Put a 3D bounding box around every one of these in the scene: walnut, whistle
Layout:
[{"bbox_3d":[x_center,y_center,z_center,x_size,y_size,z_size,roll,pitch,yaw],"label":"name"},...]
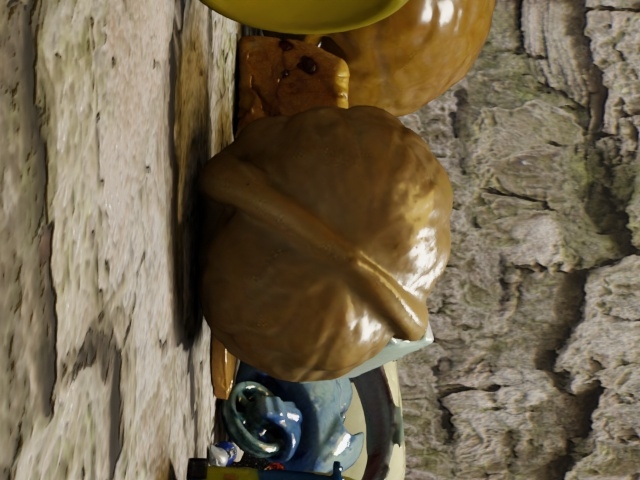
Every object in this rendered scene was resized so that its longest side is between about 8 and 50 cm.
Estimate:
[{"bbox_3d":[0.069,-0.361,1.976,0.308,0.354,0.398,-49,155,-34],"label":"walnut"},{"bbox_3d":[0.000,0.000,1.469,0.296,0.285,0.285,-52,176,-2],"label":"walnut"},{"bbox_3d":[-0.113,0.244,1.653,0.083,0.029,0.033,-12,89,-80],"label":"whistle"}]

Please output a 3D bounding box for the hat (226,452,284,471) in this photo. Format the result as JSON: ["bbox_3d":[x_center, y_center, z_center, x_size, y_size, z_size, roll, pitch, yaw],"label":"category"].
[{"bbox_3d":[-0.065,0.296,1.877,0.129,0.140,0.227,107,-25,-59],"label":"hat"}]

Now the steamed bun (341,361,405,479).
[{"bbox_3d":[0.012,0.258,2.258,0.312,0.232,0.334,44,39,-84],"label":"steamed bun"}]

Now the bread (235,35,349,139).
[{"bbox_3d":[-0.038,-0.170,1.862,0.158,0.149,0.143,105,-10,-73],"label":"bread"}]

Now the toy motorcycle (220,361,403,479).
[{"bbox_3d":[0.005,0.186,1.823,0.319,0.241,0.182,-72,-179,-52],"label":"toy motorcycle"}]

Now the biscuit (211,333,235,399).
[{"bbox_3d":[-0.108,0.086,1.676,0.133,0.027,0.184,90,2,-64],"label":"biscuit"}]

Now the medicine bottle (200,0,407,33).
[{"bbox_3d":[-0.011,-0.405,1.337,0.224,0.224,0.385,85,6,-71],"label":"medicine bottle"}]

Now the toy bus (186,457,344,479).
[{"bbox_3d":[-0.057,0.350,1.303,0.138,0.175,0.288,86,6,-57],"label":"toy bus"}]

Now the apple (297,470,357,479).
[{"bbox_3d":[-0.017,0.353,1.532,0.261,0.260,0.194,-80,161,-73],"label":"apple"}]

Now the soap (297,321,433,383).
[{"bbox_3d":[0.010,0.012,1.694,0.095,0.172,0.290,-1,69,-48],"label":"soap"}]
